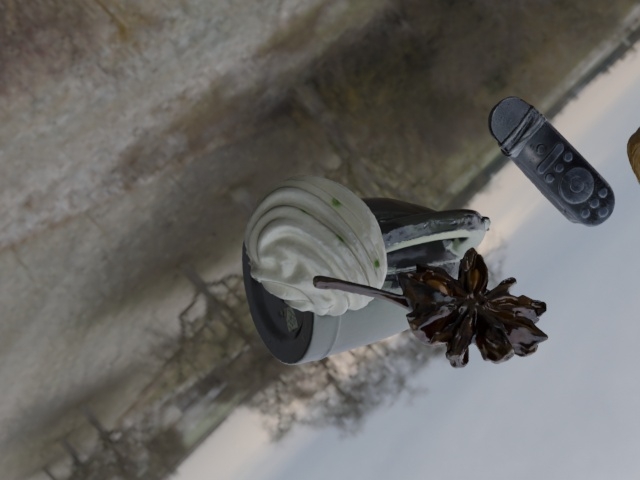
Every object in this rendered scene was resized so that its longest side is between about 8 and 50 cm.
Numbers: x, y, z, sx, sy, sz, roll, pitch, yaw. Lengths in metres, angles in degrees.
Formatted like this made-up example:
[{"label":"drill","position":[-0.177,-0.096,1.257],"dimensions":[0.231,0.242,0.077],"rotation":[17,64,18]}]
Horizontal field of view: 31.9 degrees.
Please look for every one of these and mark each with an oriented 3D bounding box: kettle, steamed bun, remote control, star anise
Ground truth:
[{"label":"kettle","position":[0.090,0.026,1.648],"dimensions":[0.324,0.228,0.321],"rotation":[-11,163,-29]},{"label":"steamed bun","position":[0.000,0.000,1.301],"dimensions":[0.106,0.183,0.183],"rotation":[-55,173,37]},{"label":"remote control","position":[0.353,-0.123,1.746],"dimensions":[0.090,0.266,0.066],"rotation":[-50,-162,-8]},{"label":"star anise","position":[0.130,0.061,1.191],"dimensions":[0.177,0.234,0.073],"rotation":[-38,153,-51]}]

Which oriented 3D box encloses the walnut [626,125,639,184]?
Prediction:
[{"label":"walnut","position":[0.526,-0.116,1.619],"dimensions":[0.144,0.144,0.180],"rotation":[-45,138,-1]}]
